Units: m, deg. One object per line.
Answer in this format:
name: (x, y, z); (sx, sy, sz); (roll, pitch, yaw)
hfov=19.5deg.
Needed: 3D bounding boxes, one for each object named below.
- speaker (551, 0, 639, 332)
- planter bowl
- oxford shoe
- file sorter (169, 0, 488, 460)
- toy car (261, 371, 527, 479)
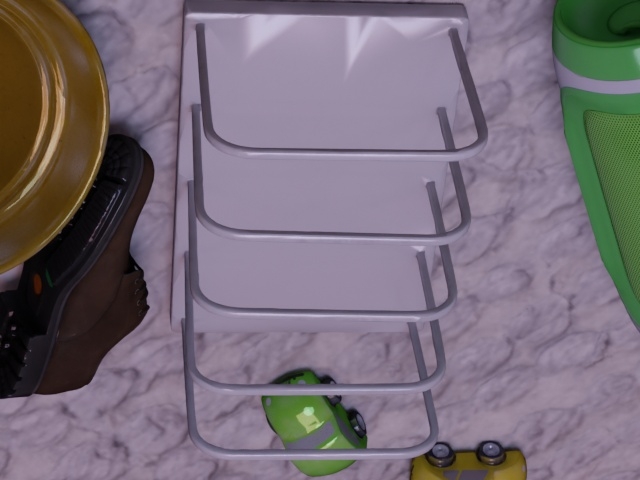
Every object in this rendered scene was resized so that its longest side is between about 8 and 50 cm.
speaker: (0.248, -0.050, 1.291); (0.131, 0.131, 0.296); (-18, 127, 7)
planter bowl: (-0.254, -0.083, 1.205); (0.217, 0.090, 0.217); (-14, 119, -28)
oxford shoe: (-0.162, 0.018, 1.334); (0.096, 0.083, 0.227); (4, 130, -35)
file sorter: (0.000, 0.000, 1.269); (0.193, 0.173, 0.277); (1, 128, -7)
toy car: (0.028, 0.194, 1.496); (0.239, 0.053, 0.225); (-29, 126, 14)
